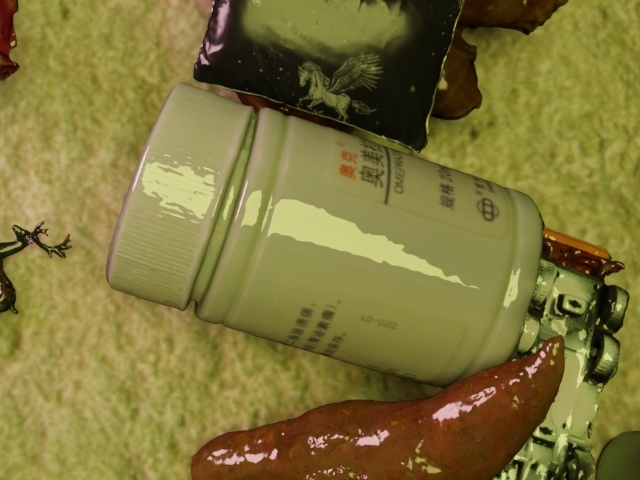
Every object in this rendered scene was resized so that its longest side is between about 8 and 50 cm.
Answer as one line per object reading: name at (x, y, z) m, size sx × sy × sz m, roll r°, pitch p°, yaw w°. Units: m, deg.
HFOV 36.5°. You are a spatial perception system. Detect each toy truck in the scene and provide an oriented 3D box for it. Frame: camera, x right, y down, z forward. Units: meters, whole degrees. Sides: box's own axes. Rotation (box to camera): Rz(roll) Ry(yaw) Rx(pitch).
toy truck at (0.195, 0.120, 0.894) m, size 0.114 × 0.135 × 0.270 m, roll 19°, pitch 75°, yaw -7°

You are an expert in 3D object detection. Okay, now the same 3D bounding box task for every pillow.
pillow at (0.008, -0.166, 0.807) m, size 0.208 × 0.055 × 0.141 m, roll 14°, pitch 99°, yaw -11°

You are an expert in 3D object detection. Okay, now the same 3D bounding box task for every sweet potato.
sweet potato at (0.051, 0.176, 0.803) m, size 0.354 × 0.095 × 0.106 m, roll -21°, pitch 99°, yaw 24°

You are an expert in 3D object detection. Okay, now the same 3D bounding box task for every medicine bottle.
medicine bottle at (0.000, 0.000, 0.832) m, size 0.332 × 0.190 × 0.190 m, roll 17°, pitch 79°, yaw -10°

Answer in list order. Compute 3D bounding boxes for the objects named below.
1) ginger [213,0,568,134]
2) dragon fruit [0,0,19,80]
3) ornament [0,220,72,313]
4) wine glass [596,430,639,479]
ginger at (0.049, -0.241, 0.895) m, size 0.357 × 0.152 × 0.274 m, roll -11°, pitch 85°, yaw -12°
dragon fruit at (-0.324, -0.193, 0.824) m, size 0.133 × 0.136 × 0.166 m, roll -40°, pitch 82°, yaw 19°
ornament at (-0.275, 0.029, 0.854) m, size 0.125 × 0.028 × 0.073 m, roll -24°, pitch 87°, yaw -12°
wine glass at (0.341, 0.222, 0.856) m, size 0.103 × 0.231 × 0.103 m, roll 2°, pitch 82°, yaw -14°
